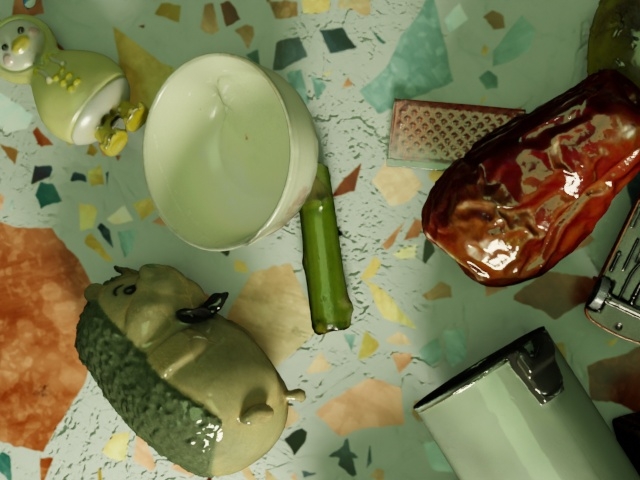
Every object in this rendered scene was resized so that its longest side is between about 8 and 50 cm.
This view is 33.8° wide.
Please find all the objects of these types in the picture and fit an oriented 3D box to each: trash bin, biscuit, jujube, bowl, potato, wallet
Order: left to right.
[{"bbox_3d":[-0.111,-0.124,1.503,0.277,0.145,0.277,3,96,33],"label":"bowl"},{"bbox_3d":[0.199,-0.151,1.548,0.196,0.020,0.103,5,95,7],"label":"wallet"},{"bbox_3d":[0.286,0.285,1.450,0.217,0.277,0.262,-28,82,-28],"label":"trash bin"},{"bbox_3d":[0.300,-0.083,1.426,0.216,0.216,0.342,45,111,3],"label":"jujube"},{"bbox_3d":[0.449,-0.234,1.467,0.149,0.113,0.251,-4,93,13],"label":"potato"},{"bbox_3d":[0.472,0.296,1.422,0.070,0.252,0.106,-14,88,-2],"label":"biscuit"}]

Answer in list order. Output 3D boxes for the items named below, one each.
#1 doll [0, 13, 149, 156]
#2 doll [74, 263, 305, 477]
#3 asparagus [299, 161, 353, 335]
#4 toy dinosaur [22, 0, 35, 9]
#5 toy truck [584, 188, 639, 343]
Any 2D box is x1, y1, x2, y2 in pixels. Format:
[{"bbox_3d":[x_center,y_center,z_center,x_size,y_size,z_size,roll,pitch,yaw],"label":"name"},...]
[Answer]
[{"bbox_3d":[-0.392,-0.243,1.564,0.296,0.117,0.141,37,87,3],"label":"doll"},{"bbox_3d":[-0.201,0.175,1.515,0.349,0.247,0.247,34,96,19],"label":"doll"},{"bbox_3d":[0.001,0.000,1.560,0.060,0.067,0.278,-8,94,-31],"label":"asparagus"},{"bbox_3d":[-0.422,-0.440,1.581,0.329,0.076,0.144,-40,81,17],"label":"toy dinosaur"},{"bbox_3d":[0.464,0.015,1.479,0.107,0.114,0.253,25,94,4],"label":"toy truck"}]
